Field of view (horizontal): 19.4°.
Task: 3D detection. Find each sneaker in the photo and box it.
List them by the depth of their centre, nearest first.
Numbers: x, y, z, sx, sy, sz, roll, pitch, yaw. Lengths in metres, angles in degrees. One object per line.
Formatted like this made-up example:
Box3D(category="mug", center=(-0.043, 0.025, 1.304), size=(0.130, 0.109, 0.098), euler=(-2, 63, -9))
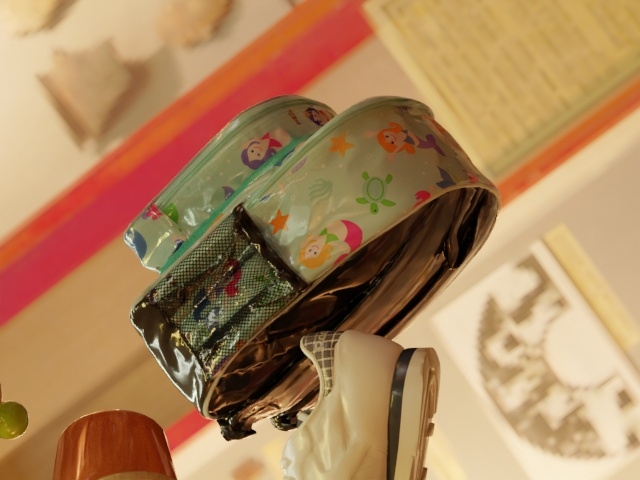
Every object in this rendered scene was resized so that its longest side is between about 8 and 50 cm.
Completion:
Box3D(category="sneaker", center=(0.018, 0.177, 1.264), size=(0.095, 0.235, 0.090), euler=(10, -176, 10))

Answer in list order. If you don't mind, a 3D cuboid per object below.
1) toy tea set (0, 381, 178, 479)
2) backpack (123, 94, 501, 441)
Box3D(category="toy tea set", center=(-0.235, 0.163, 0.973), size=(0.200, 0.336, 0.124), euler=(61, -166, -48))
Box3D(category="backpack", center=(0.000, 0.000, 1.379), size=(0.191, 0.253, 0.225), euler=(56, -161, 17))
